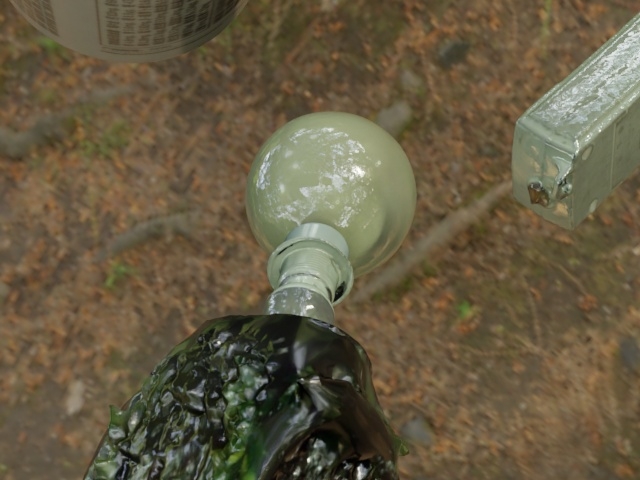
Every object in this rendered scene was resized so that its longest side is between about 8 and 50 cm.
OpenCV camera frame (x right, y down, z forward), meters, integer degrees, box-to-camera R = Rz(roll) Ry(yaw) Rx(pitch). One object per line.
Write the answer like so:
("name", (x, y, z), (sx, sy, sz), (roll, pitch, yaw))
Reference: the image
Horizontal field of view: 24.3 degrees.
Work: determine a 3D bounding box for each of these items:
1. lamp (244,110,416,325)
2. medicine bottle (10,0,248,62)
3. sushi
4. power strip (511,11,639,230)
("lamp", (0.000, 0.000, 0.751), (0.091, 0.091, 0.163), (-25, 26, 23))
("medicine bottle", (-0.046, -0.093, 0.354), (0.079, 0.140, 0.079), (1, 85, -7))
("sushi", (-0.019, 0.062, 0.345), (0.085, 0.056, 0.083), (-16, 41, 51))
("power strip", (0.216, -0.108, 0.958), (0.052, 0.078, 0.272), (32, 59, 29))
